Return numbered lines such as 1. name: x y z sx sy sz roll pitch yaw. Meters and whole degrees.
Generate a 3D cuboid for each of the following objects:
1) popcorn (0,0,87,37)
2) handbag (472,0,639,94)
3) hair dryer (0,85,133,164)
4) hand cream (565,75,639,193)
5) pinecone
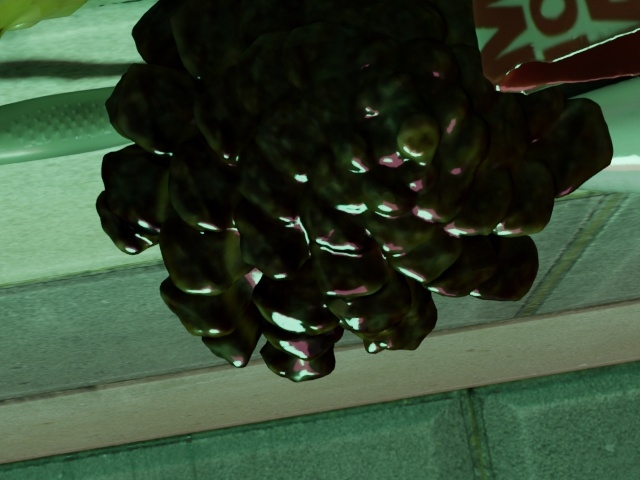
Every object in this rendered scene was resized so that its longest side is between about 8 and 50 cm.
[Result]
1. popcorn: -0.112 -0.144 0.315 0.212 0.259 0.259 4 171 11
2. handbag: 0.174 -0.152 0.584 0.298 0.171 0.151 -16 168 22
3. hair dryer: -0.194 -0.050 1.059 0.229 0.092 0.267 -10 -179 42
4. hand cream: 0.260 -0.077 1.215 0.358 0.118 0.185 -6 -176 16
5. pinecone: 0.006 -0.045 0.885 0.228 0.202 0.201 -7 152 -11
